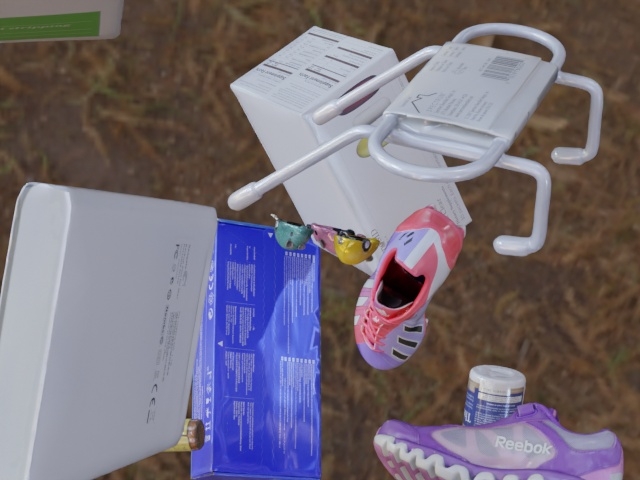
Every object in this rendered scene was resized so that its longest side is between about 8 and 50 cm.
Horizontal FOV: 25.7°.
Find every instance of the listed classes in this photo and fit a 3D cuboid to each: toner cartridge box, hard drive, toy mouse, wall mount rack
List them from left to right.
[{"bbox_3d":[-0.150,0.067,1.014,0.040,0.203,0.307,10,1,13],"label":"hard drive"},{"bbox_3d":[-0.086,0.155,1.918,0.165,0.075,0.348,9,71,-28],"label":"toner cartridge box"},{"bbox_3d":[0.000,0.000,1.509,0.143,0.031,0.161,14,5,31],"label":"toy mouse"},{"bbox_3d":[0.094,-0.100,1.326,0.304,0.130,0.350,13,32,19],"label":"wall mount rack"}]

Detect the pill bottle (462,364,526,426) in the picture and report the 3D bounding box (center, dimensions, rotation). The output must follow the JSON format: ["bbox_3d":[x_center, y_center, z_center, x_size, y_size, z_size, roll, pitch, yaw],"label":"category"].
[{"bbox_3d":[0.200,0.212,1.644,0.067,0.120,0.067,6,11,-1],"label":"pill bottle"}]

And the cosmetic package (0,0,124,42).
[{"bbox_3d":[-0.187,-0.192,0.649,0.196,0.365,0.155,-3,90,-8],"label":"cosmetic package"}]

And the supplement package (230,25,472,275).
[{"bbox_3d":[0.038,-0.110,1.769,0.145,0.262,0.204,-37,29,-14],"label":"supplement package"}]

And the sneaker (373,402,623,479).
[{"bbox_3d":[0.163,0.189,1.229,0.236,0.095,0.105,11,62,27],"label":"sneaker"}]

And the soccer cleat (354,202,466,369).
[{"bbox_3d":[0.073,0.063,1.418,0.083,0.248,0.095,37,51,11],"label":"soccer cleat"}]

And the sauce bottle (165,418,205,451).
[{"bbox_3d":[-0.209,0.244,1.756,0.128,0.042,0.042,-2,45,15],"label":"sauce bottle"}]
